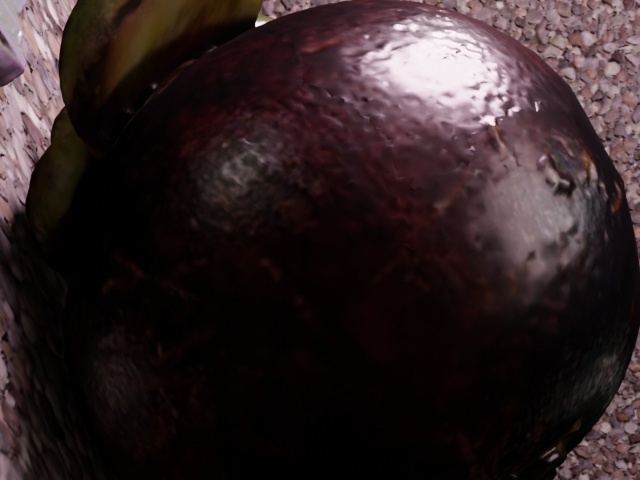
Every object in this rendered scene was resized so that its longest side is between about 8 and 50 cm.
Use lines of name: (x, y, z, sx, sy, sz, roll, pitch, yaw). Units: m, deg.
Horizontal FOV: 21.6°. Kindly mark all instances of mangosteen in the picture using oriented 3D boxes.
mangosteen: (0.007, 0.011, 0.852, 0.330, 0.330, 0.330, -22, 90, -83)

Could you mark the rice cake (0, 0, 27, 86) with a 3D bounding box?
rice cake: (-0.211, -0.197, 0.855, 0.189, 0.037, 0.198, -104, 169, -50)
